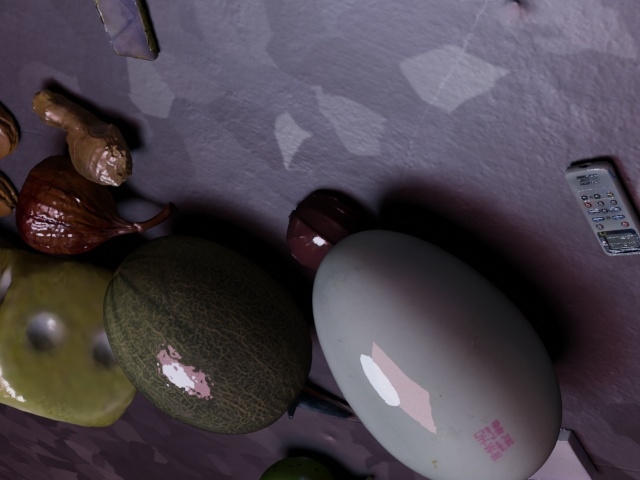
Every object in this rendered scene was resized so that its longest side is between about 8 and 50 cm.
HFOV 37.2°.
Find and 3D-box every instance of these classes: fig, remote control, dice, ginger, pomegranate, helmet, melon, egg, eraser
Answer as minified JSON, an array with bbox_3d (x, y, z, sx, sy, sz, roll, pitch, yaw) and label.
[{"bbox_3d":[-0.316,-0.032,1.332,0.201,0.134,0.146,19,163,-5],"label":"fig"},{"bbox_3d":[0.296,-0.032,0.980,0.053,0.018,0.124,-6,131,41],"label":"remote control"},{"bbox_3d":[-0.397,0.141,1.436,0.233,0.227,0.238,22,170,-28],"label":"dice"},{"bbox_3d":[-0.311,-0.131,1.254,0.165,0.067,0.096,39,145,10],"label":"ginger"},{"bbox_3d":[-0.008,0.473,1.690,0.224,0.182,0.182,-5,135,12],"label":"pomegranate"},{"bbox_3d":[0.000,0.000,1.183,0.098,0.070,0.123,33,143,-5],"label":"helmet"},{"bbox_3d":[-0.157,0.128,1.306,0.301,0.237,0.237,39,144,-8],"label":"melon"},{"bbox_3d":[0.135,0.142,1.124,0.371,0.230,0.230,47,141,-16],"label":"egg"},{"bbox_3d":[0.311,0.310,1.379,0.150,0.023,0.104,-7,130,40],"label":"eraser"}]

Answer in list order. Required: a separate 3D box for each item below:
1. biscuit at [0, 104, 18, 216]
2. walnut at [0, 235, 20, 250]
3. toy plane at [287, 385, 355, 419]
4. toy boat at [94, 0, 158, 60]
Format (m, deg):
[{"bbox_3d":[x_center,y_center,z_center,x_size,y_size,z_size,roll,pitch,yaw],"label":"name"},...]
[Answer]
[{"bbox_3d":[-0.546,-0.126,1.432,0.262,0.052,0.277,15,142,20],"label":"biscuit"},{"bbox_3d":[-0.591,0.087,1.595,0.228,0.228,0.228,19,143,15],"label":"walnut"},{"bbox_3d":[-0.101,0.231,1.506,0.326,0.104,0.223,22,115,5],"label":"toy plane"},{"bbox_3d":[-0.223,-0.257,1.076,0.063,0.016,0.115,14,142,21],"label":"toy boat"}]
